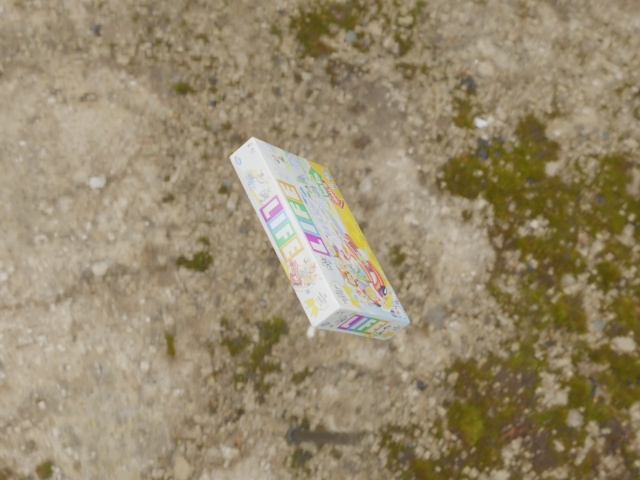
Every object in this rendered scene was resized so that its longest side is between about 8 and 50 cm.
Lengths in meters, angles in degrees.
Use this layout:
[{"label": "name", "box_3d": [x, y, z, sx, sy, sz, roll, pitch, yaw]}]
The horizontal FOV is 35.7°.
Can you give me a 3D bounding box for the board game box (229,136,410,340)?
[{"label": "board game box", "box_3d": [0.000, 0.000, 0.747, 0.103, 0.026, 0.154, 16, 41, -55]}]
